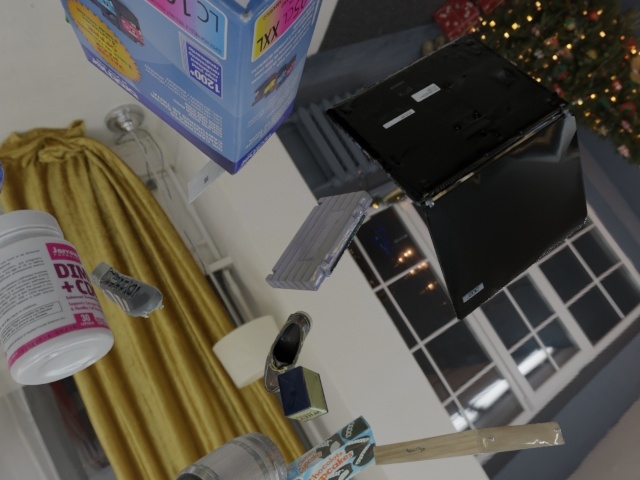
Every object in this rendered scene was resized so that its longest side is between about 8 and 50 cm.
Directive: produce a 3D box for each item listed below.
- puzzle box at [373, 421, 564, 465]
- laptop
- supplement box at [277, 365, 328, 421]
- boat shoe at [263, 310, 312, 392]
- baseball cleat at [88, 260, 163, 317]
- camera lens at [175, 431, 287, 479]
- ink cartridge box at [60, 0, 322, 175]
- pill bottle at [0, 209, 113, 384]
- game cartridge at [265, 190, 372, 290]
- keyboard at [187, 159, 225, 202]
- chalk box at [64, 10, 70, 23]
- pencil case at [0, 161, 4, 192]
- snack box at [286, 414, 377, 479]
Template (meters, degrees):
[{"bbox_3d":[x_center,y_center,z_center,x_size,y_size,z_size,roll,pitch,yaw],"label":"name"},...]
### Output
[{"bbox_3d":[0.358,0.522,1.168,0.272,0.052,0.409,9,150,-27],"label":"puzzle box"},{"bbox_3d":[0.176,-0.089,0.563,0.234,0.264,0.137,-33,154,-16],"label":"laptop"},{"bbox_3d":[-0.035,0.303,0.904,0.056,0.083,0.083,-27,145,15],"label":"supplement box"},{"bbox_3d":[-0.092,0.281,1.124,0.228,0.081,0.068,-68,167,12],"label":"boat shoe"},{"bbox_3d":[-0.410,0.098,0.935,0.205,0.109,0.072,4,-128,39],"label":"baseball cleat"},{"bbox_3d":[-0.252,0.689,1.278,0.219,0.219,0.274,-37,164,30],"label":"camera lens"},{"bbox_3d":[-0.155,-0.249,0.536,0.151,0.270,0.395,-52,-179,-16],"label":"ink cartridge box"},{"bbox_3d":[-0.501,0.094,0.823,0.160,0.283,0.160,-29,161,-11],"label":"pill bottle"},{"bbox_3d":[0.000,0.000,1.398,0.230,0.068,0.355,1,-130,48],"label":"game cartridge"},{"bbox_3d":[-0.341,-0.191,1.372,0.014,0.072,0.256,2,160,-40],"label":"keyboard"},{"bbox_3d":[-0.490,-0.553,1.026,0.132,0.133,0.213,-20,164,37],"label":"chalk box"},{"bbox_3d":[-1.026,-0.164,1.219,0.306,0.133,0.119,-7,149,-29],"label":"pencil case"},{"bbox_3d":[0.034,0.725,1.482,0.321,0.060,0.187,-29,126,-15],"label":"snack box"}]
